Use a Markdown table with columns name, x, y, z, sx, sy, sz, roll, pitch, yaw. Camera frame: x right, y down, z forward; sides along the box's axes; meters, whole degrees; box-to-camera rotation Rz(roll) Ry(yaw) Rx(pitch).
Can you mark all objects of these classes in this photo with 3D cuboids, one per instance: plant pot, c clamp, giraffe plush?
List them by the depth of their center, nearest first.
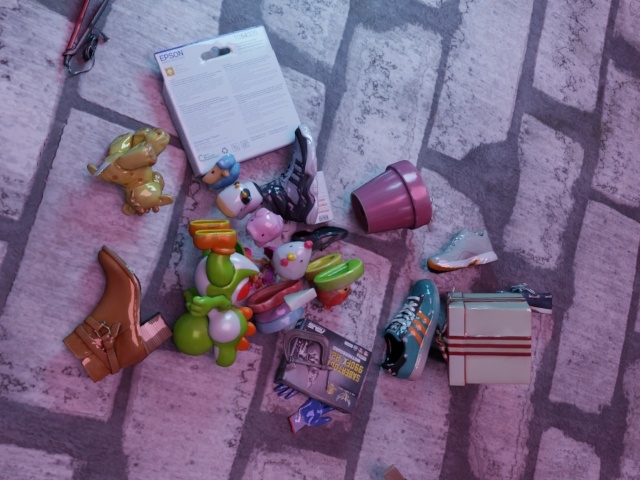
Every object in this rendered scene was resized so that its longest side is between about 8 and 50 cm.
| name | x | y | z | sx | sy | sz | roll | pitch | yaw |
| --- | --- | --- | --- | --- | --- | --- | --- | --- | --- |
| giraffe plush | -0.436 | -0.152 | 1.718 | 0.210 | 0.181 | 0.170 | -51 | 129 | -32 |
| c clamp | -0.031 | 0.305 | 1.869 | 0.161 | 0.022 | 0.137 | 22 | 67 | -22 |
| plant pot | 0.191 | -0.108 | 2.011 | 0.180 | 0.201 | 0.201 | -21 | 95 | -10 |

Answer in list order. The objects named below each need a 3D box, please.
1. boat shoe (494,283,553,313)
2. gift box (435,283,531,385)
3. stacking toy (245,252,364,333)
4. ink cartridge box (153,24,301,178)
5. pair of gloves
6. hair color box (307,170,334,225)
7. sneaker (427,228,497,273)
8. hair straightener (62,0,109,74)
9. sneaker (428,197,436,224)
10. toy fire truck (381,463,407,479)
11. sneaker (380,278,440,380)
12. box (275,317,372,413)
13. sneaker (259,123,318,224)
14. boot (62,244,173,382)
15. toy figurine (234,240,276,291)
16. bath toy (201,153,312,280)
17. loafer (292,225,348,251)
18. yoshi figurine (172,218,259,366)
| name | x | y | z | sx | sy | sz | roll | pitch | yaw |
| --- | --- | --- | --- | --- | --- | --- | --- | --- | --- |
| boat shoe | 0.648 | 0.181 | 2.260 | 0.255 | 0.095 | 0.079 | 13 | 82 | -27 |
| gift box | 0.459 | 0.255 | 2.040 | 0.258 | 0.255 | 0.276 | -2 | 92 | 9 |
| stacking toy | -0.016 | 0.157 | 1.831 | 0.309 | 0.279 | 0.130 | -28 | 103 | -24 |
| ink cartridge box | -0.239 | -0.369 | 1.874 | 0.324 | 0.071 | 0.330 | -23 | 94 | -26 |
| pair of gloves | -0.038 | 0.419 | 1.935 | 0.159 | 0.023 | 0.198 | -24 | 97 | -27 |
| hair color box | -0.014 | -0.118 | 1.980 | 0.072 | 0.043 | 0.141 | -13 | 91 | -27 |
| sneaker | 0.421 | 0.029 | 2.168 | 0.263 | 0.099 | 0.121 | -8 | 82 | -35 |
| hair straightener | -0.559 | -0.504 | 1.735 | 0.089 | 0.047 | 0.230 | 22 | 76 | -23 |
| sneaker | 0.337 | -0.090 | 2.161 | 0.037 | 0.032 | 0.083 | -3 | 88 | -27 |
| toy fire truck | 0.206 | 0.751 | 1.971 | 0.217 | 0.158 | 0.246 | -37 | 90 | -24 |
| sneaker | 0.256 | 0.247 | 2.049 | 0.121 | 0.108 | 0.302 | 20 | 76 | -25 |
| box | 0.012 | 0.341 | 1.929 | 0.231 | 0.056 | 0.183 | 30 | 64 | -19 |
| sneaker | -0.086 | -0.172 | 1.885 | 0.153 | 0.101 | 0.268 | -4 | 97 | -5 |
| boot | -0.513 | 0.175 | 1.684 | 0.220 | 0.109 | 0.283 | -32 | 96 | -13 |
| toy figurine | -0.163 | 0.077 | 1.862 | 0.159 | 0.130 | 0.173 | -3 | 109 | -36 |
| bath toy | -0.147 | -0.053 | 1.778 | 0.348 | 0.129 | 0.151 | 50 | 41 | 4 |
| loafer | 0.000 | 0.000 | 1.976 | 0.170 | 0.062 | 0.061 | -9 | 112 | -24 |
| yoshi figurine | -0.284 | 0.140 | 1.721 | 0.204 | 0.203 | 0.362 | -24 | 117 | -53 |
